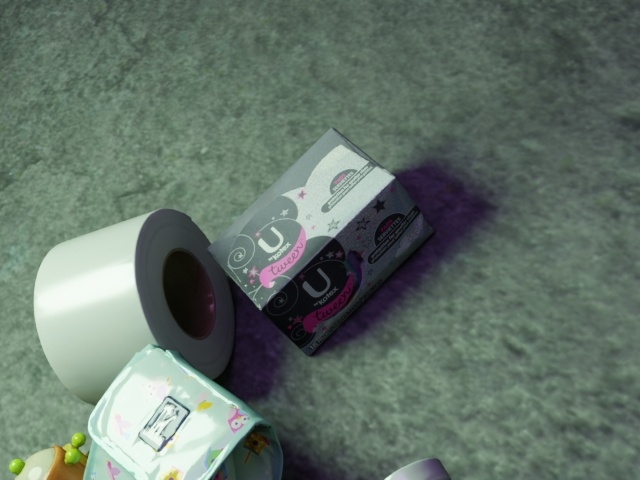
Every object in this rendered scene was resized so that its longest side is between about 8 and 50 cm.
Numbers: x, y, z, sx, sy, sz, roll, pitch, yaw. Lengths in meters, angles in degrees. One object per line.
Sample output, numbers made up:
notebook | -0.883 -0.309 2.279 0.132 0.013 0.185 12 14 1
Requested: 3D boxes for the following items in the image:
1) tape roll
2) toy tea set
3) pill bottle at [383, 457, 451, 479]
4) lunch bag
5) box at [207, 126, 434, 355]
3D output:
tape roll | -0.250 0.094 1.453 0.169 0.246 0.246 -16 51 23
toy tea set | -0.414 0.397 1.383 0.336 0.124 0.200 -59 20 -15
pill bottle | 0.136 0.337 1.088 0.117 0.117 0.208 -34 59 7
lunch bag | -0.171 0.281 1.266 0.223 0.160 0.262 27 109 41
box | 0.000 0.000 1.429 0.247 0.142 0.163 -45 46 -2
